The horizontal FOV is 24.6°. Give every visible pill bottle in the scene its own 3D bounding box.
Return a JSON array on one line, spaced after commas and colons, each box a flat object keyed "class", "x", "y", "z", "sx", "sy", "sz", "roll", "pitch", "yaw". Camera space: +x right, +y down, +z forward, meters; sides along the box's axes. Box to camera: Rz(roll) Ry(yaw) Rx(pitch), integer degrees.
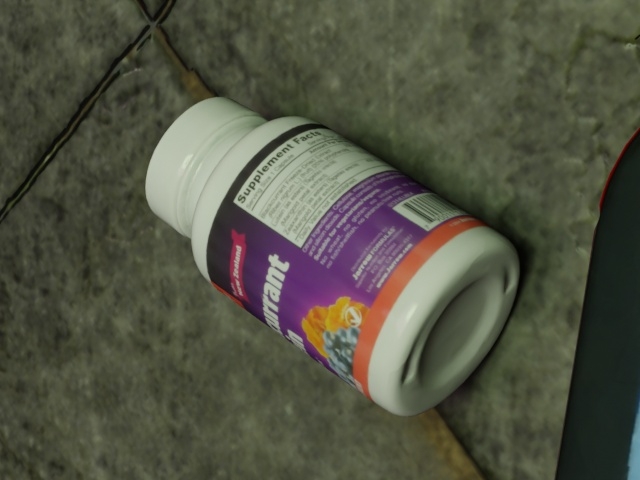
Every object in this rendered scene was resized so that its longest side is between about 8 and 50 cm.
[{"class": "pill bottle", "x": 0.000, "y": 0.000, "z": 0.784, "sx": 0.193, "sy": 0.108, "sz": 0.108, "roll": 34, "pitch": 111, "yaw": 29}]

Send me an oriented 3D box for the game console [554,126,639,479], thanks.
[{"class": "game console", "x": 0.229, "y": 0.150, "z": 0.471, "sx": 0.342, "sy": 0.060, "sz": 0.386, "roll": 15, "pitch": 103, "yaw": 37}]
